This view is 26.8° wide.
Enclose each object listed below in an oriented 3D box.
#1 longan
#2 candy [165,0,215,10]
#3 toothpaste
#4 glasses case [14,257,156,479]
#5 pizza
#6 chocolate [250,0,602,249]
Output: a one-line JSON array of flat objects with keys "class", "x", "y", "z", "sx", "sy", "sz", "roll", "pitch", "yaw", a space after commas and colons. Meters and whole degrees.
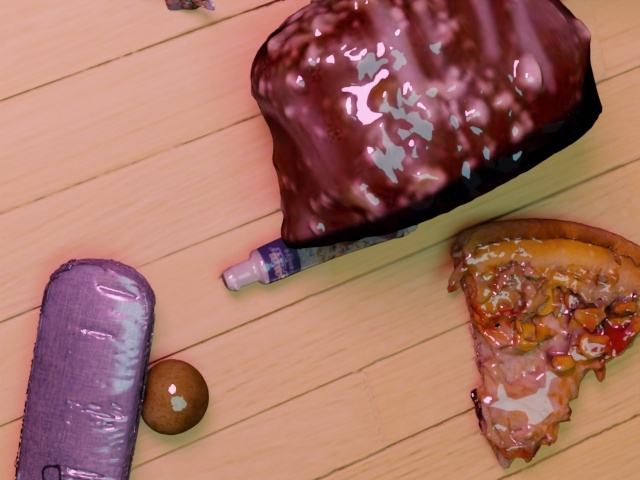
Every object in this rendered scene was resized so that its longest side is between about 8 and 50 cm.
[{"class": "longan", "x": -0.151, "y": 0.153, "z": 1.324, "sx": 0.083, "sy": 0.075, "sz": 0.075, "roll": 14, "pitch": 100, "yaw": -4}, {"class": "candy", "x": -0.166, "y": -0.267, "z": 1.205, "sx": 0.046, "sy": 0.053, "sz": 0.182, "roll": -43, "pitch": 117, "yaw": -3}, {"class": "toothpaste", "x": 0.000, "y": 0.000, "z": 1.351, "sx": 0.216, "sy": 0.037, "sz": 0.062, "roll": -23, "pitch": 110, "yaw": -18}, {"class": "glasses case", "x": -0.226, "y": 0.153, "z": 1.286, "sx": 0.109, "sy": 0.067, "sz": 0.282, "roll": 12, "pitch": 104, "yaw": 2}, {"class": "pizza", "x": 0.221, "y": 0.091, "z": 1.438, "sx": 0.251, "sy": 0.074, "sz": 0.288, "roll": 35, "pitch": 90, "yaw": -22}, {"class": "chocolate", "x": 0.084, "y": -0.154, "z": 1.242, "sx": 0.340, "sy": 0.225, "sz": 0.210, "roll": -27, "pitch": 105, "yaw": -14}]
